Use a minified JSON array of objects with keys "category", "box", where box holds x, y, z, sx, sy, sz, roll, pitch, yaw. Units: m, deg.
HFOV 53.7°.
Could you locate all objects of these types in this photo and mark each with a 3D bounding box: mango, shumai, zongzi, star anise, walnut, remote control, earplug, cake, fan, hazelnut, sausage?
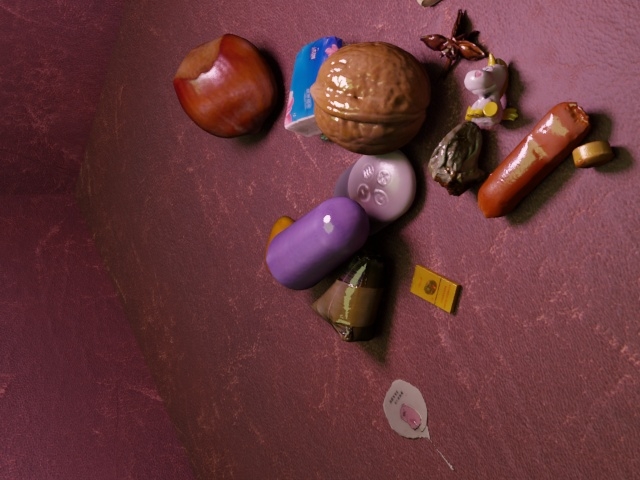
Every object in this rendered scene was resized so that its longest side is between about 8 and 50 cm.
[{"category":"mango","box":[-0.126,0.027,2.246,0.151,0.120,0.221,22,102,48]},{"category":"shumai","box":[0.370,-0.207,1.634,0.142,0.184,0.184,43,128,9]},{"category":"zongzi","box":[0.072,0.140,2.011,0.317,0.154,0.289,27,106,52]},{"category":"star anise","box":[0.354,-0.502,1.689,0.140,0.144,0.158,-30,72,-1]},{"category":"walnut","box":[0.133,-0.390,1.741,0.333,0.332,0.333,6,98,49]},{"category":"remote control","box":[0.158,-0.146,1.906,0.332,0.103,0.221,-38,70,46]},{"category":"earplug","box":[0.000,0.000,1.937,0.456,0.215,0.215,-38,64,62]},{"category":"cake","box":[0.600,-0.187,1.395,0.084,0.084,0.044,-23,74,48]},{"category":"fan","box":[0.294,0.557,1.882,0.310,0.010,0.182,48,127,37]},{"category":"hazelnut","box":[-0.334,-0.559,2.290,0.365,0.365,0.366,6,98,49]},{"category":"sausage","box":[0.502,-0.186,1.506,0.097,0.094,0.348,51,129,17]}]

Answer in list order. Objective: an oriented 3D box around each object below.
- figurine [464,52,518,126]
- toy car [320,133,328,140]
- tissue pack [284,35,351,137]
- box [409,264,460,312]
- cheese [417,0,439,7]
[{"category":"figurine","box":[0.417,-0.372,1.564,0.109,0.129,0.178,177,85,-70]},{"category":"toy car","box":[0.053,-0.374,2.047,0.143,0.054,0.073,-17,79,48]},{"category":"tissue pack","box":[-0.003,-0.483,1.994,0.209,0.137,0.270,-4,72,49]},{"category":"box","box":[0.324,0.136,1.799,0.155,0.023,0.087,29,117,45]},{"category":"cheese","box":[0.296,-0.774,1.724,0.127,0.054,0.252,-19,78,46]}]
